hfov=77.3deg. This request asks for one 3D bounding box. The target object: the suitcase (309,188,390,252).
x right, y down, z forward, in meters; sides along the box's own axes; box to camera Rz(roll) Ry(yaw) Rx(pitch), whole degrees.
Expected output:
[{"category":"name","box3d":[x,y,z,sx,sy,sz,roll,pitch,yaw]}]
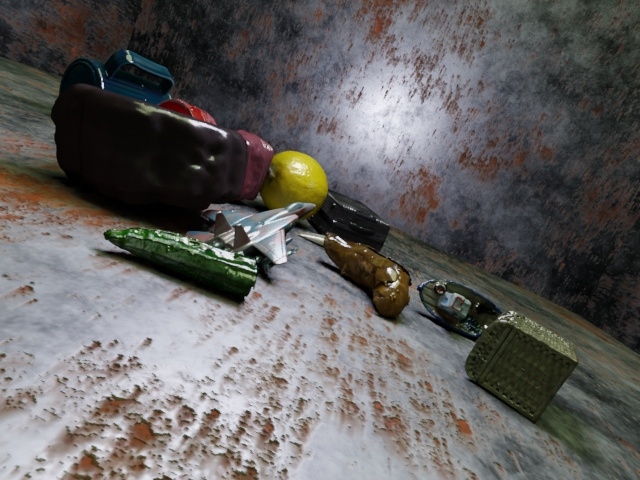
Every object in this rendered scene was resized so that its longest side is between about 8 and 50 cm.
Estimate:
[{"category":"suitcase","box3d":[0.095,-0.074,1.523,0.230,0.152,0.335,19,14,-21]}]

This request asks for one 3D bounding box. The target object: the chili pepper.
[{"category":"chili pepper","box3d":[-0.209,0.026,0.604,0.227,0.059,0.088,19,17,-18]}]

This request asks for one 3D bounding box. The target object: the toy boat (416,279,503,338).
[{"category":"toy boat","box3d":[0.361,0.173,0.990,0.262,0.114,0.115,27,-2,-9]}]

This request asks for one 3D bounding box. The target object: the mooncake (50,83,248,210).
[{"category":"mooncake","box3d":[-0.341,-0.188,0.873,0.351,0.212,0.381,13,11,15]}]

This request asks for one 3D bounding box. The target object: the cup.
[{"category":"cup","box3d":[-0.682,-0.477,1.387,0.308,0.242,0.292,-2,0,28]}]

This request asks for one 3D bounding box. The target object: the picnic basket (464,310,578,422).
[{"category":"picnic basket","box3d":[0.380,0.222,0.774,0.154,0.134,0.196,35,14,28]}]

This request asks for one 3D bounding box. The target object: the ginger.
[{"category":"ginger","box3d":[0.120,0.076,0.980,0.133,0.107,0.309,-7,26,-25]}]

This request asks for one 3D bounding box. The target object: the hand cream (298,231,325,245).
[{"category":"hand cream","box3d":[0.000,0.000,1.263,0.143,0.039,0.061,17,16,9]}]

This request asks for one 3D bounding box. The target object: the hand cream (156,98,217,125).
[{"category":"hand cream","box3d":[-0.480,-0.366,1.403,0.230,0.230,0.149,29,14,19]}]

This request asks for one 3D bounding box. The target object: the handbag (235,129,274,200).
[{"category":"handbag","box3d":[-0.256,-0.236,1.291,0.146,0.225,0.135,33,21,27]}]

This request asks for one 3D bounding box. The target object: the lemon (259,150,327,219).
[{"category":"lemon","box3d":[-0.106,-0.196,1.381,0.240,0.240,0.219,33,4,37]}]

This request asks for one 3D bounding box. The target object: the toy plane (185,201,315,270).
[{"category":"toy plane","box3d":[-0.112,-0.025,0.859,0.223,0.104,0.326,31,28,25]}]
